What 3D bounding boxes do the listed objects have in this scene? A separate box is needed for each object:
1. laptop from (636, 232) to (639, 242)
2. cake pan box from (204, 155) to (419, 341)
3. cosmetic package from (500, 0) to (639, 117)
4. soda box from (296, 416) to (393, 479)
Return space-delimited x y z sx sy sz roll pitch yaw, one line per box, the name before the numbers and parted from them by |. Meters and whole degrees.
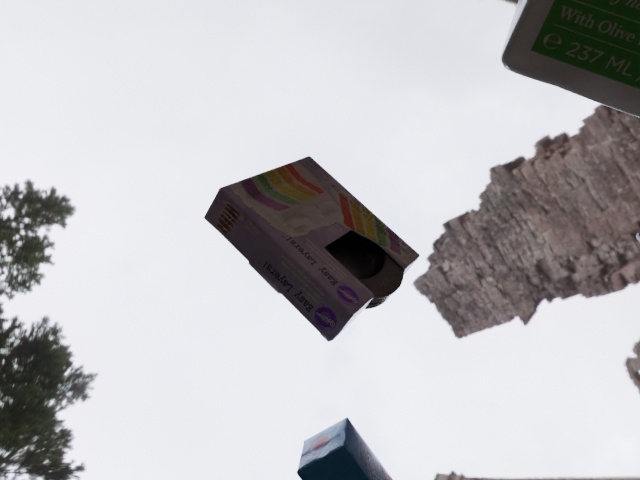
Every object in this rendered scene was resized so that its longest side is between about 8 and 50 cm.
laptop | 0.523 -0.003 0.628 0.264 0.137 0.234 15 -162 16
cake pan box | 0.000 0.000 0.866 0.267 0.070 0.245 44 -144 12
cosmetic package | 0.241 -0.229 0.228 0.197 0.365 0.155 22 -133 8
soda box | 0.061 0.328 0.708 0.210 0.071 0.067 55 -167 -8
